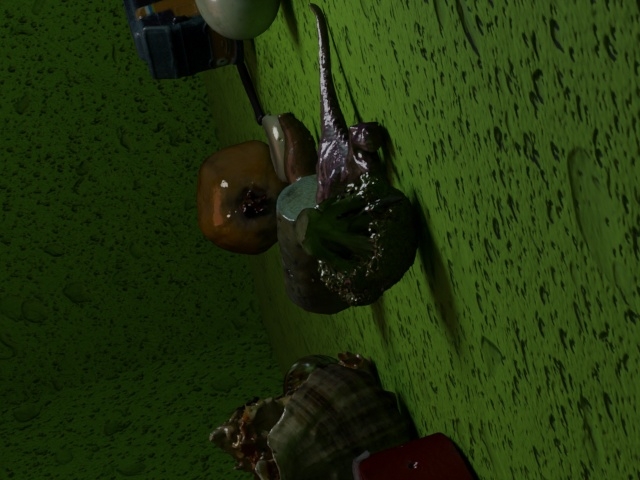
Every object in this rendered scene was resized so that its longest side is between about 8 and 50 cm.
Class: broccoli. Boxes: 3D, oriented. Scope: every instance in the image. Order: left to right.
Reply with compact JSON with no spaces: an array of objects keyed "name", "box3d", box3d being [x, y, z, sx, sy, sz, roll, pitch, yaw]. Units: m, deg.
[{"name":"broccoli","box3d":[0.036,-0.002,1.361,0.131,0.120,0.130,-124,48,-64]}]

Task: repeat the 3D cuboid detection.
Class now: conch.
[{"name":"conch","box3d":[0.016,0.268,2.290,0.187,0.124,0.181,51,171,-17]},{"name":"conch","box3d":[0.048,0.281,1.806,0.291,0.159,0.210,5,-74,-64]}]

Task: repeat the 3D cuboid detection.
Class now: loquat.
[{"name":"loquat","box3d":[-0.122,-0.068,2.350,0.234,0.176,0.187,-176,69,-72]}]

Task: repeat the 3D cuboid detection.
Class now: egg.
[{"name":"egg","box3d":[-0.109,-0.330,1.830,0.114,0.114,0.152,84,171,-59]}]

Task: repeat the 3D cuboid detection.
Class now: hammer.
[{"name":"hammer","box3d":[-0.145,-0.319,2.604,0.103,0.029,0.246,83,167,-61]}]

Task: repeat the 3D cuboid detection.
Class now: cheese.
[{"name":"cheese","box3d":[-0.046,-0.114,2.146,0.092,0.047,0.171,-118,13,-67]}]

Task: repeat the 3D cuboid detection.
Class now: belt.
[{"name":"belt","box3d":[0.118,0.333,1.530,0.324,0.115,0.227,-136,31,-79]}]

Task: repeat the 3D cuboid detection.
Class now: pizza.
[{"name":"pizza","box3d":[-0.004,0.256,1.964,0.074,0.251,0.287,-3,144,45]}]

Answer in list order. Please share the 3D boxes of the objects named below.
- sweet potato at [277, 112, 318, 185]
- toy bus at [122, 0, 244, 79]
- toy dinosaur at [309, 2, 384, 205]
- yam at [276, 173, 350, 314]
[{"name":"sweet potato","box3d":[-0.008,-0.045,1.927,0.067,0.067,0.274,-136,29,-78]},{"name":"toy bus","box3d":[-0.251,-0.448,2.426,0.162,0.194,0.324,87,166,-61]},{"name":"toy dinosaur","box3d":[0.027,-0.110,1.515,0.251,0.072,0.200,-94,4,-54]},{"name":"yam","box3d":[0.000,0.000,1.760,0.194,0.107,0.107,82,169,-52]}]
